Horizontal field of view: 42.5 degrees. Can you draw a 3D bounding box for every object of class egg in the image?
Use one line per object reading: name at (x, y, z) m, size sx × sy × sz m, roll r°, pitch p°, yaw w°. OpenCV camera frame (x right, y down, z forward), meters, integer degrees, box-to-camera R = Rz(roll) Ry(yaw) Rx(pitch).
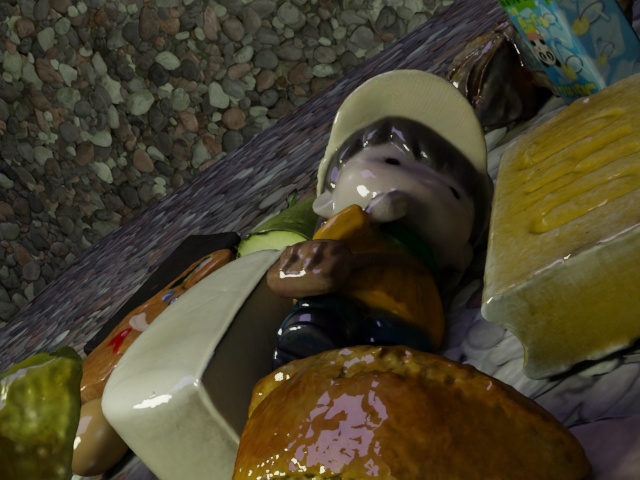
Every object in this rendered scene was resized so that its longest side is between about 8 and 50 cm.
egg at (-0.265, 0.234, 0.974) m, size 0.080 × 0.080 × 0.096 m, roll -30°, pitch 13°, yaw 26°

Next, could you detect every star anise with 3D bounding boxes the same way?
star anise at (0.289, -0.255, 1.125) m, size 0.332 × 0.117 × 0.331 m, roll -40°, pitch 19°, yaw 17°

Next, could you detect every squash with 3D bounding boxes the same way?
squash at (-0.016, 0.002, 1.057) m, size 0.137 × 0.137 × 0.287 m, roll -32°, pitch 10°, yaw 21°

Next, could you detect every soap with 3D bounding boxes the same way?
soap at (0.217, -0.025, 0.633) m, size 0.173 × 0.089 × 0.274 m, roll -29°, pitch 18°, yaw 26°

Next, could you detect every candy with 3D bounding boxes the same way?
candy at (0.264, -0.192, 0.819) m, size 0.062 × 0.194 × 0.097 m, roll -40°, pitch 15°, yaw -6°

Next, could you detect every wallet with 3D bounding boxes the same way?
wallet at (-0.286, 0.100, 1.501) m, size 0.170 × 0.044 × 0.321 m, roll -4°, pitch 38°, yaw 48°

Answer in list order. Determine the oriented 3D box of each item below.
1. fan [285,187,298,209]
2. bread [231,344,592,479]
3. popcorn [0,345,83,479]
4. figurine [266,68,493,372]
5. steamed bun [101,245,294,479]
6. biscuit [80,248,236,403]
fan at (-0.050, -0.010, 1.157) m, size 0.152 × 0.008 × 0.226 m, roll -46°, pitch -13°, yaw -28°
bread at (0.018, 0.136, 0.507) m, size 0.260 × 0.134 × 0.129 m, roll -27°, pitch 19°, yaw 36°
popcorn at (-0.378, 0.242, 0.727) m, size 0.290 × 0.325 × 0.321 m, roll -27°, pitch 24°, yaw 31°
figurine at (0.053, 0.011, 0.772) m, size 0.332 × 0.185 × 0.204 m, roll -65°, pitch 3°, yaw -29°
steamed bun at (-0.091, 0.126, 0.764) m, size 0.164 × 0.146 × 0.241 m, roll -25°, pitch 20°, yaw 31°
biscuit at (-0.254, 0.129, 1.294) m, size 0.334 × 0.047 × 0.202 m, roll -40°, pitch 23°, yaw -8°
